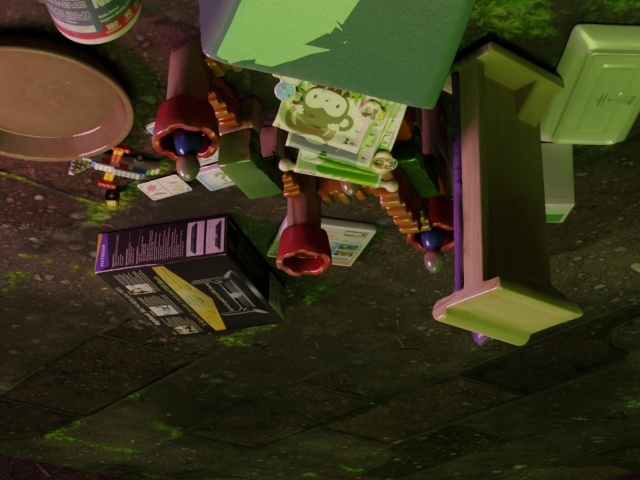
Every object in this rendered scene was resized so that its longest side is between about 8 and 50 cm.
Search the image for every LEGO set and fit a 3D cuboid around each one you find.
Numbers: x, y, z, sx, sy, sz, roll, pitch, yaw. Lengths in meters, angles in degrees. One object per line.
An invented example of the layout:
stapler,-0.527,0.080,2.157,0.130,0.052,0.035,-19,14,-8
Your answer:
LEGO set,-0.255,-0.100,1.717,0.244,0.060,0.182,-13,146,24

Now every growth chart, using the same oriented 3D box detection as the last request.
growth chart,0.027,-0.159,1.296,0.172,0.021,0.237,6,131,-7

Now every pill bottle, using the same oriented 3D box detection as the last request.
pill bottle,-0.268,-0.311,1.244,0.108,0.108,0.180,-3,153,5

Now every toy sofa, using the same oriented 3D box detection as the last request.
toy sofa,0.215,-0.054,1.467,0.150,0.362,0.177,19,150,-34

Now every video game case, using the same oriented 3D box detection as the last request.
video game case,0.000,0.000,1.952,0.157,0.019,0.143,7,152,-15

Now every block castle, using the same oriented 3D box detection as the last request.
block castle,0.005,-0.102,1.539,0.303,0.213,0.453,-11,151,20

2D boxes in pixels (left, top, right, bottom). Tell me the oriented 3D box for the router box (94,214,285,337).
router box,-0.223,0.071,2.021,0.243,0.081,0.309,-8,152,14

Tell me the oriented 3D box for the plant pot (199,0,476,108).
plant pot,0.033,-0.320,1.097,0.248,0.247,0.252,10,135,-19

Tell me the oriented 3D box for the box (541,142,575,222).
box,0.320,-0.086,1.683,0.101,0.102,0.087,1,161,-1

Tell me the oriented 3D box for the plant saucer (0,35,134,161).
plant saucer,-0.394,-0.194,1.548,0.278,0.041,0.278,0,152,0

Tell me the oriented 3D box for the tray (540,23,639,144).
tray,0.387,-0.201,1.548,0.145,0.030,0.270,0,153,-3
